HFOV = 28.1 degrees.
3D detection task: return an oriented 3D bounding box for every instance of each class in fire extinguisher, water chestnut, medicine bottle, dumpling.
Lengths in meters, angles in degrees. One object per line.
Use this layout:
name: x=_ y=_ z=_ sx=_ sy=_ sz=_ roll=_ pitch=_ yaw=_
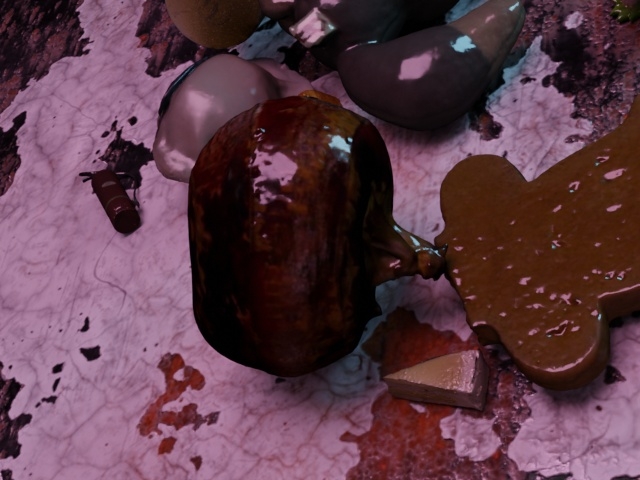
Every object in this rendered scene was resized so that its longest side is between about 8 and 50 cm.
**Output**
fire extinguisher: x=-0.312 y=-0.071 z=1.961 sx=0.078 sy=0.045 sz=0.157 roll=-15 pitch=37 yaw=-19
water chestnut: x=0.000 y=0.000 z=1.511 sx=0.302 sy=0.350 sz=0.350 roll=4 pitch=52 yaw=10
medicine bottle: x=-0.126 y=-0.431 z=2.019 sx=0.151 sy=0.151 sz=0.322 roll=-15 pitch=26 yaw=21
dumpling: x=-0.122 y=-0.188 z=1.858 sx=0.204 sy=0.163 sz=0.293 roll=7 pitch=40 yaw=43

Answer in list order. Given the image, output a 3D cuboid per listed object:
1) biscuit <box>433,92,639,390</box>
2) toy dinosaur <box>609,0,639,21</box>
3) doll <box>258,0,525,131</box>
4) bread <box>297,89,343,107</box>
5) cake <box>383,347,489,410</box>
biscuit: x=0.332 y=-0.017 z=1.479 sx=0.394 sy=0.076 sz=0.368 roll=-29 pitch=42 yaw=3
toy dinosaur: x=0.405 y=-0.376 z=1.675 sx=0.152 sy=0.177 sz=0.194 roll=26 pitch=68 yaw=43
doll: x=0.149 y=-0.348 z=1.830 sx=0.382 sy=0.252 sz=0.378 roll=-40 pitch=74 yaw=-1
bread: x=0.005 y=-0.150 z=1.789 sx=0.053 sy=0.074 sz=0.132 roll=-39 pitch=52 yaw=35
cake: x=0.128 y=0.165 z=1.453 sx=0.121 sy=0.052 sz=0.065 roll=-15 pitch=48 yaw=20
